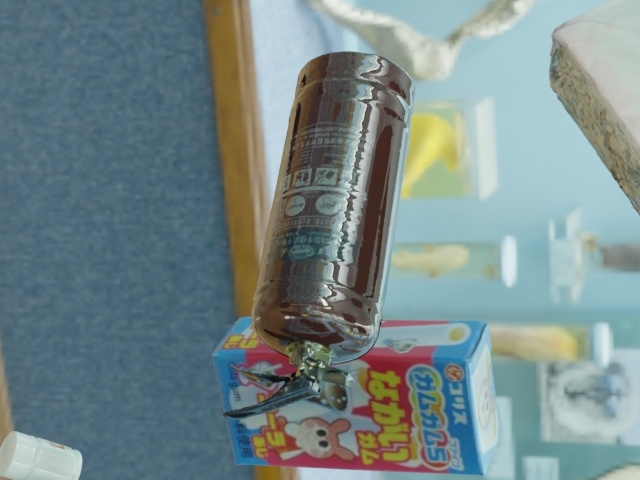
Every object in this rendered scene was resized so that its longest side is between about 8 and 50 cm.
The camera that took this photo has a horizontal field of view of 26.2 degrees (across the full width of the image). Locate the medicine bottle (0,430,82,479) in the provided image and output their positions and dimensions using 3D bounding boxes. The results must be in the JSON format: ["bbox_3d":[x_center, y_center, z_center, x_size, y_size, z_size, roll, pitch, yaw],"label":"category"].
[{"bbox_3d":[-0.336,0.267,1.650,0.089,0.057,0.057,23,63,-29],"label":"medicine bottle"}]

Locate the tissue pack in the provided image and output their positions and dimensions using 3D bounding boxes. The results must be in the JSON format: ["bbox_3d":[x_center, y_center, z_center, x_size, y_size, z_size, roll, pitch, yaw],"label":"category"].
[{"bbox_3d":[0.357,-0.149,1.181,0.201,0.271,0.124,62,-3,31],"label":"tissue pack"}]

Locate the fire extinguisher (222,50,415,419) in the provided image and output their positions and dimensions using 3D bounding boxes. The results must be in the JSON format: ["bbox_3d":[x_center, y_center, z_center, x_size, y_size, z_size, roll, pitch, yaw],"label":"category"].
[{"bbox_3d":[0.000,0.000,1.220,0.114,0.135,0.337,53,40,-52],"label":"fire extinguisher"}]

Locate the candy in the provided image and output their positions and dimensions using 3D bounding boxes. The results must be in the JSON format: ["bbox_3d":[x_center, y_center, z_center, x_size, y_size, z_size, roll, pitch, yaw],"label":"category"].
[{"bbox_3d":[0.043,0.175,1.560,0.100,0.306,0.157,-55,140,-59],"label":"candy"}]
